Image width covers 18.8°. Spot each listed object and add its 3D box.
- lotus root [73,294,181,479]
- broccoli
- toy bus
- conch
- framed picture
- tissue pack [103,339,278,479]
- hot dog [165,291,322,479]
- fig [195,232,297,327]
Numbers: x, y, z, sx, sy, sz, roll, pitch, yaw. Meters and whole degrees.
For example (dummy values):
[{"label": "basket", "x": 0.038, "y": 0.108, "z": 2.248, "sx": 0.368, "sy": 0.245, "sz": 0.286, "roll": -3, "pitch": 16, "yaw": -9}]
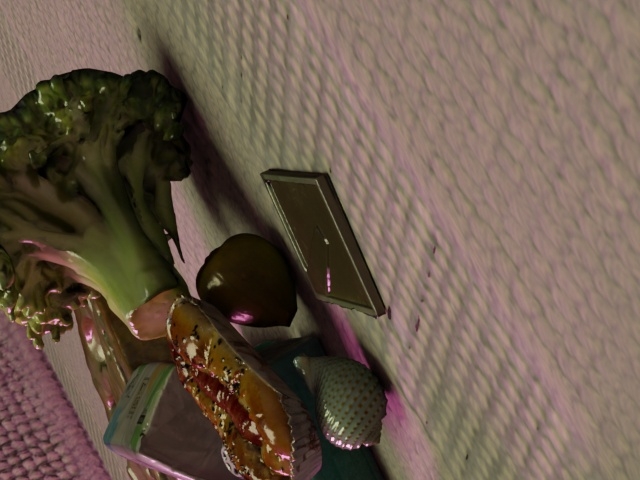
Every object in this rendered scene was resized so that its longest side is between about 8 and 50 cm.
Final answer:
[{"label": "lotus root", "x": -0.190, "y": 0.161, "z": 2.205, "sx": 0.390, "sy": 0.111, "sz": 0.375, "roll": -149, "pitch": 40, "yaw": -68}, {"label": "broccoli", "x": -0.186, "y": -0.019, "z": 1.600, "sx": 0.263, "sy": 0.247, "sz": 0.243, "roll": 22, "pitch": -160, "yaw": -51}, {"label": "toy bus", "x": 0.000, "y": 0.209, "z": 1.590, "sx": 0.109, "sy": 0.091, "sz": 0.262, "roll": -19, "pitch": 99, "yaw": 54}, {"label": "conch", "x": 0.020, "y": 0.116, "z": 1.445, "sx": 0.076, "sy": 0.056, "sz": 0.085, "roll": 67, "pitch": 180, "yaw": -80}, {"label": "framed picture", "x": 0.000, "y": 0.000, "z": 1.403, "sx": 0.109, "sy": 0.011, "sz": 0.149, "roll": 67, "pitch": 166, "yaw": -10}, {"label": "tissue pack", "x": -0.089, "y": 0.153, "z": 1.750, "sx": 0.159, "sy": 0.145, "sz": 0.229, "roll": 22, "pitch": 171, "yaw": -11}, {"label": "hot dog", "x": -0.063, "y": 0.121, "z": 1.484, "sx": 0.191, "sy": 0.059, "sz": 0.108, "roll": 46, "pitch": 148, "yaw": 41}, {"label": "fig", "x": -0.055, "y": 0.037, "z": 1.549, "sx": 0.088, "sy": 0.074, "sz": 0.074, "roll": 36, "pitch": 166, "yaw": -3}]
